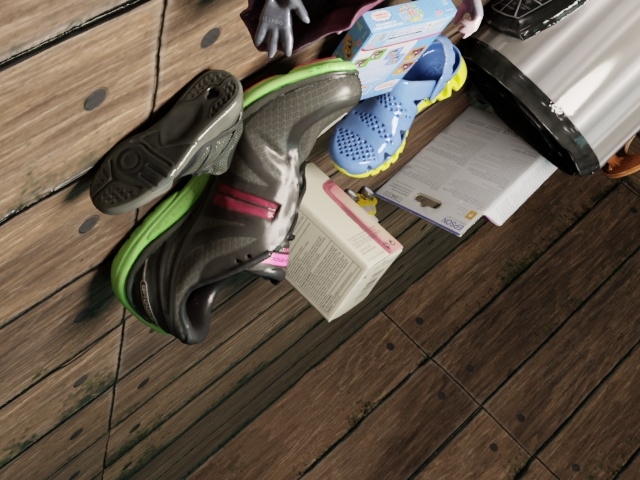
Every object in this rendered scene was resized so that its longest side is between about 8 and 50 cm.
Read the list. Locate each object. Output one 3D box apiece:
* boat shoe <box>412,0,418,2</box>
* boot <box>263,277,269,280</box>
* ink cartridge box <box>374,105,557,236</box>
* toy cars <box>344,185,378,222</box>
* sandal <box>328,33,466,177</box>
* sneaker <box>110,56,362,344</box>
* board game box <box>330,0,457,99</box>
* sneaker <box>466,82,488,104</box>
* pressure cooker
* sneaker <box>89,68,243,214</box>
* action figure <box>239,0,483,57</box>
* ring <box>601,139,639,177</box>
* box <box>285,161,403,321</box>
[{"bbox_3d":[0.230,-0.448,1.290,0.122,0.120,0.324,-26,156,-53],"label":"boat shoe"},{"bbox_3d":[-0.049,0.007,1.908,0.190,0.069,0.086,-35,171,-10],"label":"boot"},{"bbox_3d":[0.332,-0.146,2.103,0.330,0.324,0.071,-44,125,-10],"label":"ink cartridge box"},{"bbox_3d":[0.067,-0.006,2.134,0.176,0.087,0.393,-40,165,-19],"label":"toy cars"},{"bbox_3d":[0.126,-0.243,1.601,0.317,0.126,0.138,-51,164,-14],"label":"sandal"},{"bbox_3d":[-0.088,-0.049,1.330,0.483,0.202,0.185,-50,166,18],"label":"sneaker"},{"bbox_3d":[0.084,-0.271,1.394,0.160,0.039,0.211,-20,165,-32],"label":"board game box"},{"bbox_3d":[0.380,-0.347,2.124,0.152,0.058,0.084,-19,145,-52],"label":"sneaker"},{"bbox_3d":[0.525,-0.379,1.824,0.420,0.370,0.375,-43,170,6],"label":"pressure cooker"},{"bbox_3d":[-0.178,-0.098,1.173,0.227,0.087,0.130,-47,161,-16],"label":"sneaker"},{"bbox_3d":[0.043,-0.344,1.060,0.370,0.248,0.275,-48,130,-48],"label":"action figure"},{"bbox_3d":[0.671,-0.247,1.830,0.336,0.032,0.336,-44,-174,6],"label":"ring"},{"bbox_3d":[0.000,0.000,1.656,0.127,0.232,0.148,-27,157,-52],"label":"box"}]
